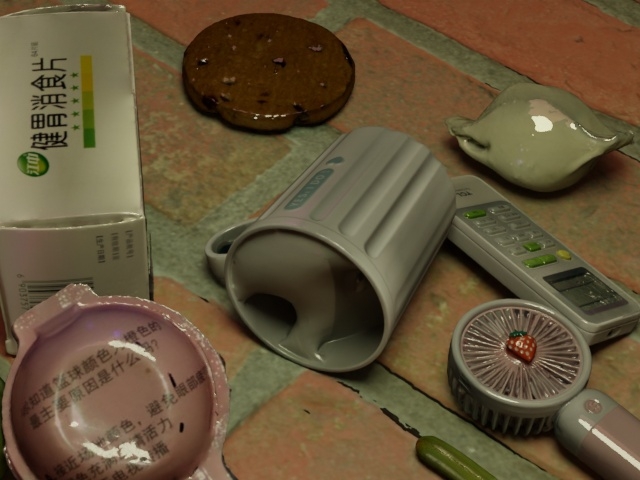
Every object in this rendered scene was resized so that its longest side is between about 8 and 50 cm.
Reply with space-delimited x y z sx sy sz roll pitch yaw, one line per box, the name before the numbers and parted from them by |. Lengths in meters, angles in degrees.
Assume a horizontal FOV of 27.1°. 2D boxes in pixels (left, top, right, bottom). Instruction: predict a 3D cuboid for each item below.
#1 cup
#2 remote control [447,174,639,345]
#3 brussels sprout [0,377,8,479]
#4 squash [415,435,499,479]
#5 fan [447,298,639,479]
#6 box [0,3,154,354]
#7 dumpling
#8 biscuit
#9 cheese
cup | 0.005 -0.010 1.275 0.221 0.167 0.202 25 44 13
remote control | 0.205 0.015 1.343 0.103 0.034 0.250 -10 43 -43
brussels sprout | -0.312 0.168 1.085 0.117 0.155 0.155 30 38 -25
squash | 0.119 0.199 1.169 0.083 0.027 0.027 35 51 28
fan | 0.222 0.147 1.199 0.244 0.074 0.130 37 52 28
box | -0.243 -0.068 1.301 0.145 0.173 0.333 -3 45 -9
dumpling | 0.243 -0.118 1.461 0.181 0.111 0.155 37 21 19
biscuit | -0.061 -0.199 1.552 0.212 0.036 0.212 3 43 -3
cheese | -0.143 0.166 1.064 0.189 0.074 0.286 -36 89 -6
